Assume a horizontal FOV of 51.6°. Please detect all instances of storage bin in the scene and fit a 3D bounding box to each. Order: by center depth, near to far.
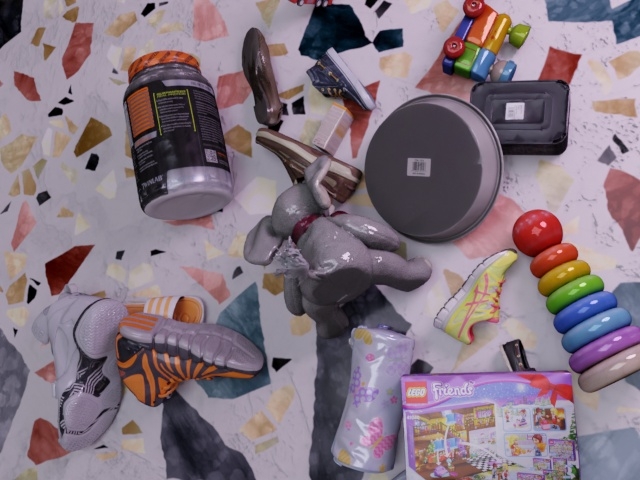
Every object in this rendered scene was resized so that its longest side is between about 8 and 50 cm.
[{"bbox_3d":[0.378,-0.232,1.261,0.180,0.084,0.122,4,83,21],"label":"storage bin"}]

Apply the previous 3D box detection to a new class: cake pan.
[{"bbox_3d":[0.204,-0.137,1.277,0.293,0.054,0.294,4,97,36],"label":"cake pan"}]

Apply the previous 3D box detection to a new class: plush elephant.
[{"bbox_3d":[0.000,0.000,1.286,0.271,0.330,0.256,-37,50,22],"label":"plush elephant"}]

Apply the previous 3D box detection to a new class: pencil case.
[{"bbox_3d":[0.100,0.299,1.260,0.124,0.113,0.273,10,86,-7],"label":"pencil case"}]

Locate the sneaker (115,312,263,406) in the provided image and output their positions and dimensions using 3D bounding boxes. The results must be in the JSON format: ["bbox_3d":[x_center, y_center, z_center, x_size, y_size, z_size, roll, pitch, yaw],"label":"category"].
[{"bbox_3d":[-0.285,0.275,1.428,0.320,0.125,0.180,14,112,6],"label":"sneaker"}]

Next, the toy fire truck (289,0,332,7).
[{"bbox_3d":[0.005,-0.580,1.435,0.047,0.192,0.135,38,124,23],"label":"toy fire truck"}]

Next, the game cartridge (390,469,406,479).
[{"bbox_3d":[0.213,0.511,1.219,0.297,0.062,0.198,-38,66,12],"label":"game cartridge"}]

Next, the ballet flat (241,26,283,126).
[{"bbox_3d":[-0.128,-0.370,1.501,0.084,0.058,0.250,-38,59,49],"label":"ballet flat"}]

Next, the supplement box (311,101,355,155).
[{"bbox_3d":[0.027,-0.236,1.409,0.036,0.062,0.099,30,92,22],"label":"supplement box"}]

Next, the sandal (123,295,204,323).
[{"bbox_3d":[-0.389,0.180,1.494,0.265,0.076,0.102,-7,79,20],"label":"sandal"}]

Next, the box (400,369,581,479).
[{"bbox_3d":[0.292,0.332,1.155,0.293,0.057,0.201,-3,83,12],"label":"box"}]

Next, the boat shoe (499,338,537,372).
[{"bbox_3d":[0.371,0.244,1.202,0.042,0.049,0.133,-28,68,23],"label":"boat shoe"}]

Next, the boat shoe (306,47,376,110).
[{"bbox_3d":[0.044,-0.326,1.421,0.083,0.065,0.183,-40,63,12],"label":"boat shoe"}]

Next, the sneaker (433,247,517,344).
[{"bbox_3d":[0.309,0.107,1.238,0.094,0.081,0.209,42,108,21],"label":"sneaker"}]

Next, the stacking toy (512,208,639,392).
[{"bbox_3d":[0.439,0.091,1.165,0.141,0.141,0.330,-32,67,14],"label":"stacking toy"}]

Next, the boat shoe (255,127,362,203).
[{"bbox_3d":[-0.042,-0.157,1.408,0.257,0.095,0.095,28,98,23],"label":"boat shoe"}]

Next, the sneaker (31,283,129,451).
[{"bbox_3d":[-0.560,0.281,1.520,0.210,0.137,0.366,22,102,36],"label":"sneaker"}]

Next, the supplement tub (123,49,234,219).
[{"bbox_3d":[-0.319,-0.231,1.466,0.207,0.207,0.338,-17,75,18],"label":"supplement tub"}]

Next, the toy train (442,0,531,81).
[{"bbox_3d":[0.349,-0.428,1.301,0.143,0.105,0.248,26,91,13],"label":"toy train"}]
